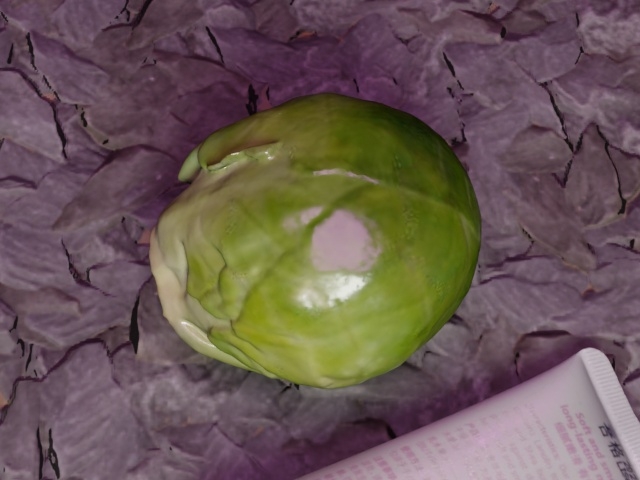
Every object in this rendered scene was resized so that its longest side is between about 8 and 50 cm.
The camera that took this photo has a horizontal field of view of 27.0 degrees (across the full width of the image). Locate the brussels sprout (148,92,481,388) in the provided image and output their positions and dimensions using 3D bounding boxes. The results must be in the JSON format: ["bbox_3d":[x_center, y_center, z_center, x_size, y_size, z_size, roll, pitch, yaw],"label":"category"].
[{"bbox_3d":[0.000,0.000,1.008,0.244,0.244,0.244,0,63,0],"label":"brussels sprout"}]

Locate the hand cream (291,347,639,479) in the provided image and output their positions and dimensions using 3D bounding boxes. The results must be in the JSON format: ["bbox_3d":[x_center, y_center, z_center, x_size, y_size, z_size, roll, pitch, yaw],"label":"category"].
[{"bbox_3d":[0.087,0.205,0.962,0.359,0.118,0.185,-15,61,-16],"label":"hand cream"}]
